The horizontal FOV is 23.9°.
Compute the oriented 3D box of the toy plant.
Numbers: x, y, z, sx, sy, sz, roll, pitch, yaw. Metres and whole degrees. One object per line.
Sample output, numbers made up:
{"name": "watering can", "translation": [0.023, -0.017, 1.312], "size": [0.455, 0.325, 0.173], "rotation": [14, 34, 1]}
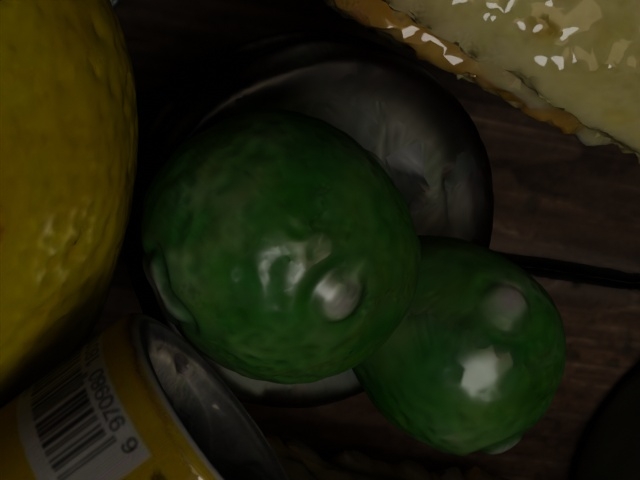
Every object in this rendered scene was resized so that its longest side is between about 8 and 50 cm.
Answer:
{"name": "toy plant", "translation": [0.000, 0.000, 0.660], "size": [0.218, 0.235, 0.175], "rotation": [31, 98, -33]}

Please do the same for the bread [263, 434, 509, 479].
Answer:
{"name": "bread", "translation": [0.006, 0.305, 0.697], "size": [0.371, 0.279, 0.390], "rotation": [19, 100, -48]}

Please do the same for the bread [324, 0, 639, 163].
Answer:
{"name": "bread", "translation": [0.173, -0.229, 0.712], "size": [0.236, 0.165, 0.375], "rotation": [26, 95, -23]}

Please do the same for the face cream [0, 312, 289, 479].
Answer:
{"name": "face cream", "translation": [-0.172, 0.167, 0.534], "size": [0.349, 0.105, 0.105], "rotation": [-37, 117, 5]}

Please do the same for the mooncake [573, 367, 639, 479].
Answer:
{"name": "mooncake", "translation": [0.294, 0.153, 0.903], "size": [0.275, 0.135, 0.275], "rotation": [-5, 105, -19]}

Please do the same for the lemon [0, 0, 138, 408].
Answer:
{"name": "lemon", "translation": [-0.190, -0.032, 0.567], "size": [0.267, 0.267, 0.267], "rotation": [-7, 109, -21]}

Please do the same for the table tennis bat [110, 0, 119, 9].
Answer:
{"name": "table tennis bat", "translation": [-0.134, -0.122, 0.695], "size": [0.100, 0.019, 0.155], "rotation": [1, 104, -22]}
